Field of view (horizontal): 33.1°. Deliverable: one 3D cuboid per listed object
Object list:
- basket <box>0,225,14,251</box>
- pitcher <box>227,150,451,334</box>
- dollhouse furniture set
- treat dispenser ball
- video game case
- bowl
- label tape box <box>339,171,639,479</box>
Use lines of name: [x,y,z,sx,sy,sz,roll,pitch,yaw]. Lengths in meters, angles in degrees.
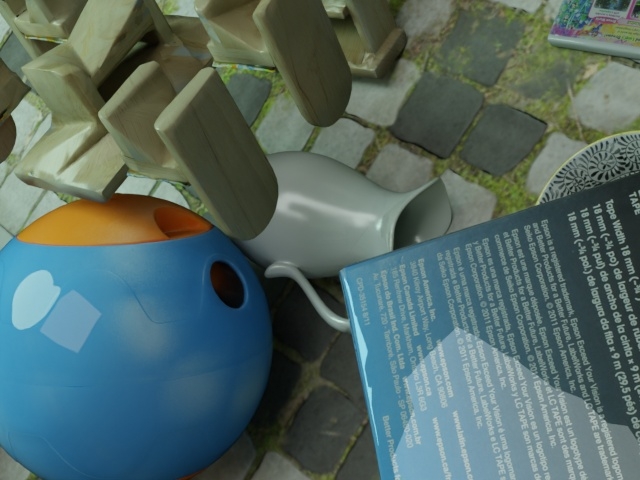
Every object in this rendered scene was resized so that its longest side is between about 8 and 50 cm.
basket: [-0.521,0.061,1.234,0.331,0.328,0.266,34,92,37]
pitcher: [0.000,0.000,1.047,0.207,0.125,0.178,12,56,28]
dollhouse furniture set: [-0.115,-0.170,1.044,0.362,0.256,0.394,13,57,36]
treat dispenser ball: [-0.189,0.099,1.030,0.288,0.288,0.288,-13,64,27]
video game case: [0.313,-0.240,1.027,0.157,0.019,0.143,18,81,35]
bowl: [0.271,0.000,0.912,0.170,0.080,0.170,-13,63,27]
label tape box: [0.201,0.092,0.794,0.333,0.106,0.241,-18,61,15]
